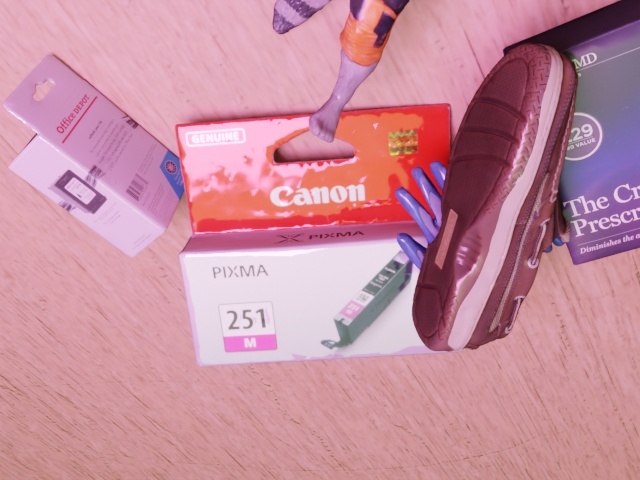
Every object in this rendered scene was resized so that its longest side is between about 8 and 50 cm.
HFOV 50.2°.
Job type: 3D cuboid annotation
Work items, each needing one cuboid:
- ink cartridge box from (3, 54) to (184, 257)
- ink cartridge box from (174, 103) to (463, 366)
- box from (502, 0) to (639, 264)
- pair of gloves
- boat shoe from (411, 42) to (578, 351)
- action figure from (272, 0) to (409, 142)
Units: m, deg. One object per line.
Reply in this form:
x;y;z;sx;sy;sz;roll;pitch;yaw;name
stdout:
-0.223;-0.081;0.667;0.060;0.104;0.180;-33;118;32;ink cartridge box
0.000;0.000;0.669;0.274;0.060;0.239;-4;112;4;ink cartridge box
0.301;-0.111;0.543;0.261;0.103;0.184;-19;108;23;box
0.159;-0.029;0.634;0.159;0.198;0.023;58;161;-22;pair of gloves
0.151;-0.025;0.543;0.095;0.095;0.258;4;123;-18;boat shoe
0.014;-0.287;0.462;0.341;0.178;0.330;49;118;3;action figure
